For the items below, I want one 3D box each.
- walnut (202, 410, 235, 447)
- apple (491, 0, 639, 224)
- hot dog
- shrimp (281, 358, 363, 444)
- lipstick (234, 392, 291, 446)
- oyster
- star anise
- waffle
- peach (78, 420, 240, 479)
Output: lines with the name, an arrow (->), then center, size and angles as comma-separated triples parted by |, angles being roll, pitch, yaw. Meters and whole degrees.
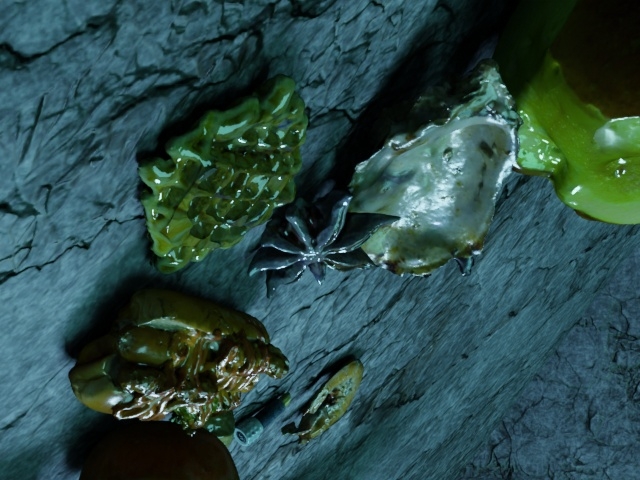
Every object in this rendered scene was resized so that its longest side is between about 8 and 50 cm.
walnut -> -0.156, 0.253, 1.495 | 0.092, 0.092, 0.092 | -39, 156, -21
apple -> 0.373, -0.190, 1.365 | 0.384, 0.374, 0.374 | -31, 154, -54
hot dog -> -0.151, 0.149, 1.281 | 0.158, 0.117, 0.349 | -49, 158, 4
shrimp -> 0.006, 0.270, 1.874 | 0.187, 0.052, 0.132 | -47, 147, -21
lipstick -> -0.086, 0.278, 1.726 | 0.116, 0.037, 0.037 | -35, 155, -38
oyster -> 0.114, -0.086, 1.357 | 0.221, 0.096, 0.361 | -2, 137, -12
star anise -> 0.000, 0.000, 1.336 | 0.181, 0.061, 0.204 | -2, 143, -14
waffle -> -0.090, -0.061, 1.124 | 0.204, 0.054, 0.223 | -37, 155, -24
peach -> -0.198, 0.347, 1.364 | 0.214, 0.235, 0.214 | 0, 162, 0
